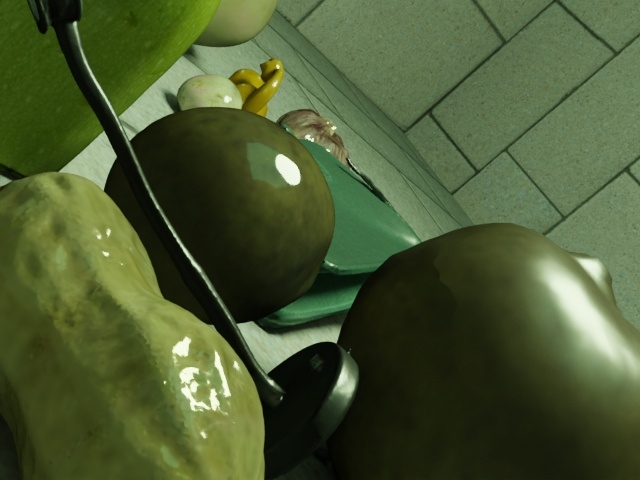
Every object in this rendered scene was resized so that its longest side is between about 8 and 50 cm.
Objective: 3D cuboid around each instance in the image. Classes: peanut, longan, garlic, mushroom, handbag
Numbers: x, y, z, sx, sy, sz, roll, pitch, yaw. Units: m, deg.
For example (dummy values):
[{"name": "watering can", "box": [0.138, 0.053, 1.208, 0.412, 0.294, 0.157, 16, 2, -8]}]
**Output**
[{"name": "peanut", "box": [-0.106, 0.063, 0.454, 0.123, 0.123, 0.256, 28, 26, -58]}, {"name": "longan", "box": [-0.073, -0.016, 0.694, 0.187, 0.167, 0.167, 16, 35, -55]}, {"name": "longan", "box": [0.136, 0.133, 0.715, 0.297, 0.297, 0.297, 46, 13, -14]}, {"name": "garlic", "box": [-0.012, -0.145, 1.430, 0.147, 0.102, 0.159, 52, 14, 10]}, {"name": "mushroom", "box": [-0.142, -0.176, 1.159, 0.067, 0.084, 0.083, 93, -24, -43]}, {"name": "handbag", "box": [-0.023, -0.031, 0.994, 0.238, 0.089, 0.326, 48, 22, 16]}]

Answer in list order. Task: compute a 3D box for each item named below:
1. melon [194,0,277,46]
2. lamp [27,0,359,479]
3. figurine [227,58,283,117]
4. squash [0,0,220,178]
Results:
[{"name": "melon", "box": [-0.194, -0.417, 1.343, 0.317, 0.223, 0.223, 29, 23, -48]}, {"name": "lamp", "box": [-0.074, -0.029, 0.563, 0.371, 0.108, 0.130, 69, -15, -12]}, {"name": "figurine", "box": [-0.098, -0.211, 1.289, 0.121, 0.122, 0.176, 41, 15, -20]}, {"name": "squash", "box": [-0.162, -0.164, 0.654, 0.132, 0.247, 0.132, 47, 14, -16]}]
